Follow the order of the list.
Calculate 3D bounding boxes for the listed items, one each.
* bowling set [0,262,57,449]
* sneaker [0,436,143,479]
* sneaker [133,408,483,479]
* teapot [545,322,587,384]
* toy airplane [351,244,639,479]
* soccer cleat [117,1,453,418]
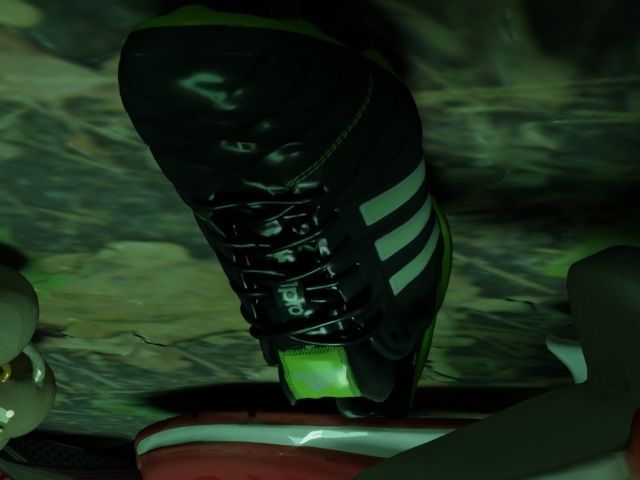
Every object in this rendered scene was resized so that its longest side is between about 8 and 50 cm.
[{"bbox_3d":[-0.192,0.122,0.607,0.154,0.199,0.287,5,165,-5],"label":"bowling set"},{"bbox_3d":[-0.186,0.167,0.864,0.299,0.120,0.112,21,-173,-22],"label":"sneaker"},{"bbox_3d":[0.007,0.147,0.705,0.221,0.128,0.087,-3,169,27],"label":"sneaker"},{"bbox_3d":[0.196,0.173,0.565,0.256,0.187,0.252,21,-163,-49],"label":"teapot"},{"bbox_3d":[0.156,0.095,0.298,0.386,0.272,0.384,-29,170,28],"label":"toy airplane"},{"bbox_3d":[0.000,0.000,0.375,0.060,0.072,0.179,-2,160,18],"label":"soccer cleat"}]
